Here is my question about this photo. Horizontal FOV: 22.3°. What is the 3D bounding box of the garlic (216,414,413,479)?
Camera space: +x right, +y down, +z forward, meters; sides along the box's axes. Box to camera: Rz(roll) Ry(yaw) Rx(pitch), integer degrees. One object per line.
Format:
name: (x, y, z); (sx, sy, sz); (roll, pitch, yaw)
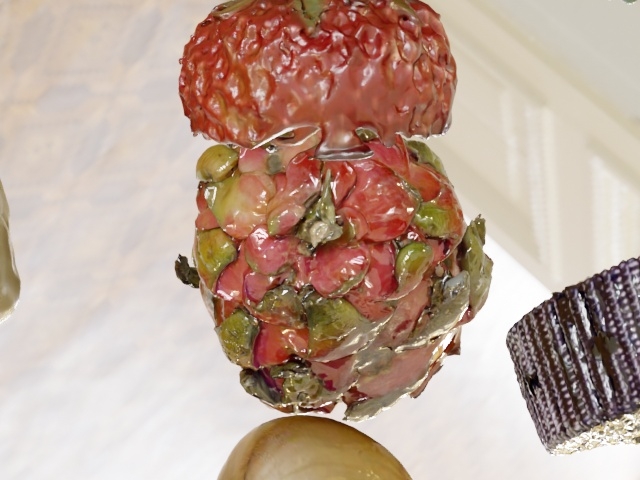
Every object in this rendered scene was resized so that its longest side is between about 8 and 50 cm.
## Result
garlic: (-0.024, 0.204, 1.242); (0.207, 0.128, 0.115); (6, 136, -48)

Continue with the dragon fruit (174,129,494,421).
dragon fruit: (0.000, 0.000, 1.372); (0.250, 0.269, 0.291); (-33, 141, -2)

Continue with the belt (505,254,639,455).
belt: (0.283, 0.053, 1.037); (0.325, 0.122, 0.260); (-22, 164, 17)

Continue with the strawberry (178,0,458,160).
strawberry: (-0.002, -0.085, 0.811); (0.145, 0.145, 0.086); (-19, 105, -44)

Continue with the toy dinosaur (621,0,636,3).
toy dinosaur: (0.108, -0.357, 1.429); (0.129, 0.383, 0.331); (-51, 161, 5)

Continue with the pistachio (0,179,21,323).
pistachio: (-0.299, -0.016, 1.103); (0.152, 0.223, 0.126); (-53, 175, -22)
